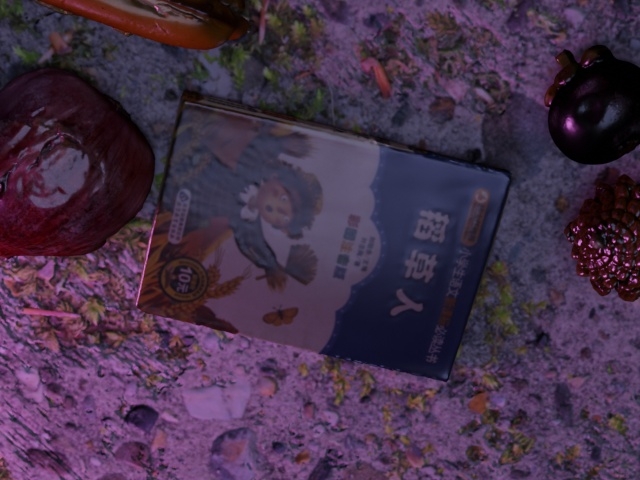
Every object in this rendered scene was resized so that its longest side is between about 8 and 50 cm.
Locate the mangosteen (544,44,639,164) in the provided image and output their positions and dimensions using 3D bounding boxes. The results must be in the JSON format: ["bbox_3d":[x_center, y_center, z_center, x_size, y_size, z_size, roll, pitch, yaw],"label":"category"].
[{"bbox_3d":[0.332,-0.169,1.608,0.137,0.137,0.151,-33,73,11],"label":"mangosteen"}]

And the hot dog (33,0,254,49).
[{"bbox_3d":[-0.240,-0.298,1.549,0.337,0.135,0.100,20,130,-7],"label":"hot dog"}]

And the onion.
[{"bbox_3d":[-0.347,-0.063,1.636,0.227,0.120,0.283,40,105,-8],"label":"onion"}]

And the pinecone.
[{"bbox_3d":[0.397,0.003,1.650,0.174,0.173,0.173,0,110,0],"label":"pinecone"}]

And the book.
[{"bbox_3d":[0.000,0.000,1.701,0.428,0.039,0.300,13,109,-5],"label":"book"}]
